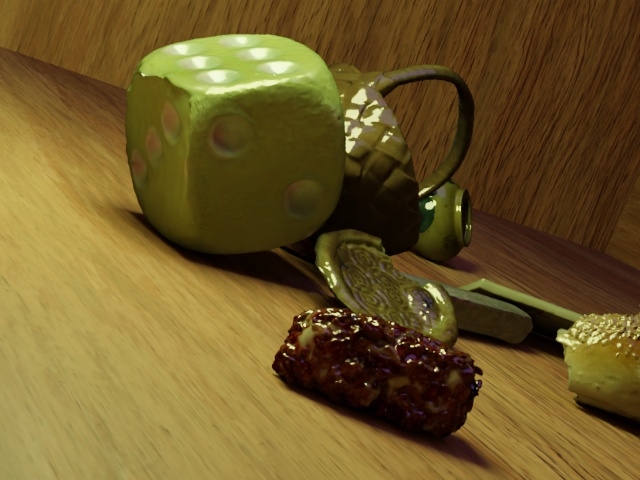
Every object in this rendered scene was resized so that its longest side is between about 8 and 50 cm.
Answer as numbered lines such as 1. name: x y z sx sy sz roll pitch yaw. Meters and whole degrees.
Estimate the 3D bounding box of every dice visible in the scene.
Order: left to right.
1. dice: -0.122 -0.137 1.825 0.254 0.250 0.252 -13 27 -24

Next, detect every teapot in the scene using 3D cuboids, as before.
1. teapot: 0.215 -0.041 2.678 0.182 0.173 0.269 -2 -9 17

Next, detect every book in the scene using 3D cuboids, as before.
1. book: 0.367 0.131 2.155 0.295 0.020 0.208 20 -12 -8

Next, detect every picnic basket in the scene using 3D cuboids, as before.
1. picnic basket: 0.103 -0.143 2.049 0.337 0.293 0.337 -1 44 1

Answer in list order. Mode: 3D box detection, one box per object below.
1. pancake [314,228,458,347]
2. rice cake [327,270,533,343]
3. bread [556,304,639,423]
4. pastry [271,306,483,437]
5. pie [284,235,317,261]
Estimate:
1. pancake: 0.089 0.069 1.770 0.235 0.029 0.212 35 29 0
2. rice cake: 0.166 0.093 1.938 0.399 0.064 0.070 16 15 -38
3. bread: 0.484 0.181 1.816 0.314 0.171 0.192 13 8 -41
4. pastry: 0.060 0.129 1.346 0.208 0.097 0.115 20 -2 0
5. pie: 0.000 0.000 2.169 0.204 0.054 0.218 16 12 -33
